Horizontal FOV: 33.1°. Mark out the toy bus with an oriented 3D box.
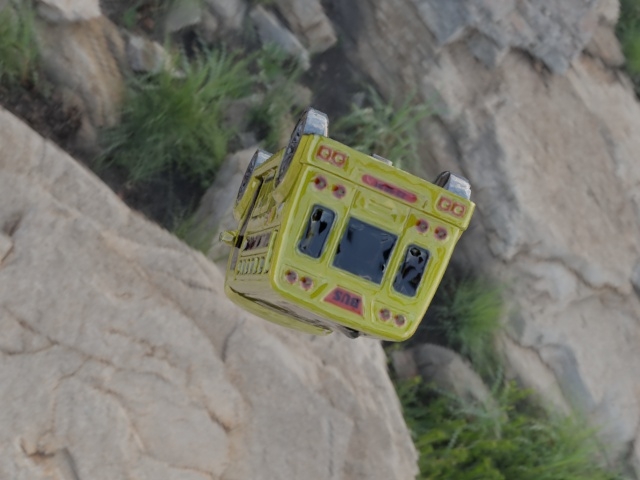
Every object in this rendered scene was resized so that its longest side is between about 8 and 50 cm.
[{"bbox_3d":[0.000,0.000,0.897,0.145,0.331,0.151,21,83,-10],"label":"toy bus"}]
